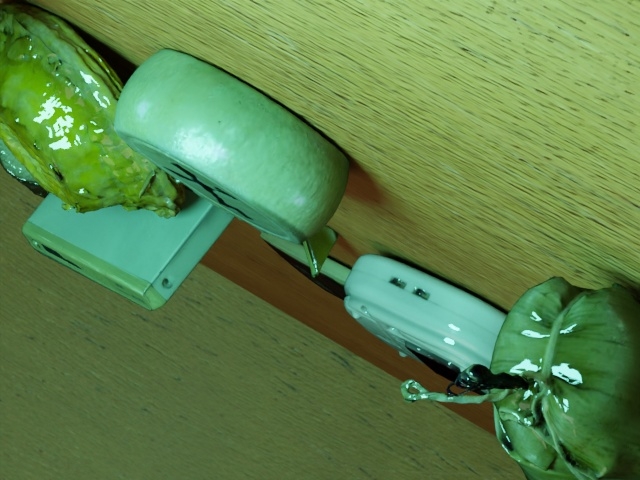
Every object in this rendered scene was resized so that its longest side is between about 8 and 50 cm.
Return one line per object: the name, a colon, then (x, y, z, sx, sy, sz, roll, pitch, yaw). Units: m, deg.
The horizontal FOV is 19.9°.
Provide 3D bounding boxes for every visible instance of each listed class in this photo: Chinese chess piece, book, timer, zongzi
Chinese chess piece: (-0.082, -0.084, 1.696, 0.237, 0.092, 0.238, 30, 174, 3)
book: (0.111, 0.102, 2.527, 0.374, 0.028, 0.262, 27, 174, 28)
timer: (0.151, 0.111, 2.136, 0.237, 0.087, 0.262, 26, 173, 29)
zongzi: (0.313, 0.149, 1.477, 0.418, 0.181, 0.447, 12, 164, 20)

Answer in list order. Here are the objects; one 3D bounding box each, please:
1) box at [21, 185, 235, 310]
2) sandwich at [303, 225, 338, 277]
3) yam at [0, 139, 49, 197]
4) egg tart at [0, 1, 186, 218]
box: (-0.203, -0.041, 2.054, 0.270, 0.211, 0.045, 21, 158, 48)
sandwich: (0.000, 0.000, 2.201, 0.031, 0.044, 0.083, 112, 141, -79)
yam: (-0.384, -0.127, 2.551, 0.128, 0.129, 0.238, 31, 173, 4)
egg tart: (-0.267, -0.120, 1.919, 0.295, 0.116, 0.295, 45, 169, 11)
